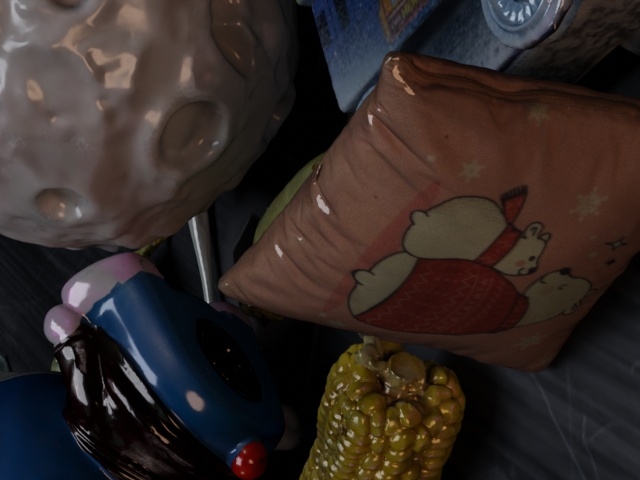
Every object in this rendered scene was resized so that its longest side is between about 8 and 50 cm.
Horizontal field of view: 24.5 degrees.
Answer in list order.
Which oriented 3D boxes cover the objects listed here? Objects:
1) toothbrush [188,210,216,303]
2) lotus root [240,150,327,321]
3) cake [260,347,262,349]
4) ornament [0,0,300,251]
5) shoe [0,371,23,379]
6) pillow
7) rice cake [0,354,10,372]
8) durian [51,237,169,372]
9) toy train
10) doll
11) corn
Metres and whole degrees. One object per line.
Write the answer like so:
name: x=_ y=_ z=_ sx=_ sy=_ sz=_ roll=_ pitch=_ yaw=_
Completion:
toothbrush: x=-0.115 y=-0.048 z=1.318 sx=0.030 sy=0.025 sz=0.342 roll=-25 pitch=71 yaw=59
lotus root: x=0.001 y=0.000 z=1.076 sx=0.183 sy=0.077 sz=0.090 roll=-51 pitch=42 yaw=44
cake: x=-0.092 y=0.141 z=1.265 sx=0.140 sy=0.055 sz=0.051 roll=-56 pitch=40 yaw=41
ornament: x=-0.176 y=-0.162 z=1.117 sx=0.337 sy=0.337 sz=0.337 roll=5 pitch=96 yaw=59
shoe: x=-0.324 y=0.224 z=1.448 sx=0.351 sy=0.172 sz=0.198 roll=137 pitch=129 yaw=-56
pillow: x=0.083 y=-0.009 z=0.806 sx=0.236 sy=0.223 sz=0.084 roll=123 pitch=149 yaw=-46
rice cake: x=-0.435 y=0.207 z=1.851 sx=0.211 sy=0.034 sz=0.043 roll=-47 pitch=61 yaw=49
durian: x=-0.182 y=0.085 z=1.380 sx=0.146 sy=0.102 sz=0.208 roll=4 pitch=72 yaw=56
toy train: x=0.097 y=-0.153 z=0.860 sx=0.300 sy=0.131 sz=0.202 roll=-44 pitch=53 yaw=50
doll: x=-0.182 y=0.186 z=1.140 sx=0.310 sy=0.284 sz=0.240 roll=-39 pitch=43 yaw=12
corn: x=0.021 y=0.186 z=1.030 sx=0.101 sy=0.101 sz=0.291 roll=59 pitch=141 yaw=39
